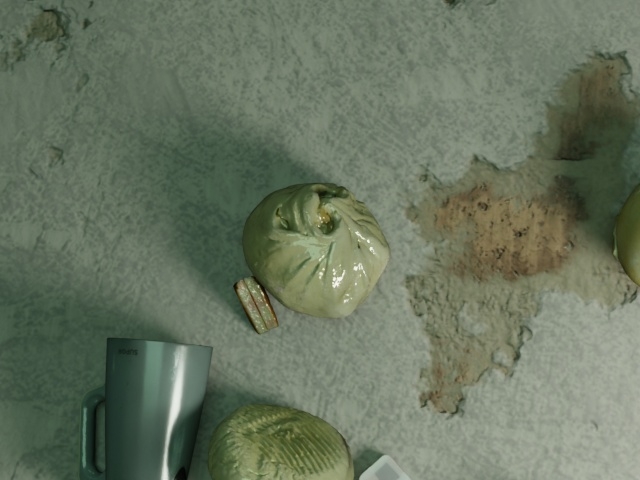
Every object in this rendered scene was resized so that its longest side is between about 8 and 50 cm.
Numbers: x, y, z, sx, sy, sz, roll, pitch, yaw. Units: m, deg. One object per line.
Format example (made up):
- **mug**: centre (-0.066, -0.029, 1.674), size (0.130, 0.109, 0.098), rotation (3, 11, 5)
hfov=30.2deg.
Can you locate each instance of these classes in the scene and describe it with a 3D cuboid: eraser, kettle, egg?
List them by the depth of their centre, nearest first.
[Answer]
- **egg**: centre (0.519, -0.019, 1.764), size (0.164, 0.164, 0.201), rotation (22, 77, 10)
- **eraser**: centre (0.110, 0.376, 1.767), size (0.065, 0.026, 0.105), rotation (-39, 76, -8)
- **kettle**: centre (-0.276, 0.269, 1.775), size (0.211, 0.160, 0.243), rotation (3, 82, 24)

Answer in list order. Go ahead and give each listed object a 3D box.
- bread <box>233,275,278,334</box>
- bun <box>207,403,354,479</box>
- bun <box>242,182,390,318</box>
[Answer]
- **bread**: centre (-0.104, 0.088, 1.843), size (0.043, 0.109, 0.062), rotation (-25, 32, -1)
- **bun**: centre (-0.062, 0.338, 1.713), size (0.220, 0.220, 0.134), rotation (21, 115, 9)
- **bun**: centre (0.000, 0.000, 1.797), size (0.231, 0.133, 0.231), rotation (5, 65, -12)
